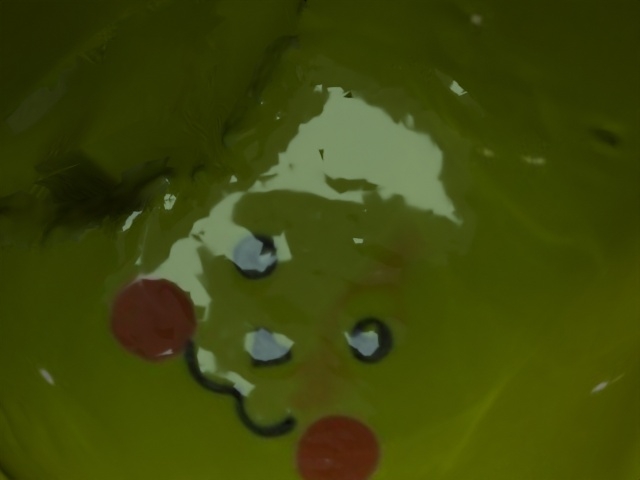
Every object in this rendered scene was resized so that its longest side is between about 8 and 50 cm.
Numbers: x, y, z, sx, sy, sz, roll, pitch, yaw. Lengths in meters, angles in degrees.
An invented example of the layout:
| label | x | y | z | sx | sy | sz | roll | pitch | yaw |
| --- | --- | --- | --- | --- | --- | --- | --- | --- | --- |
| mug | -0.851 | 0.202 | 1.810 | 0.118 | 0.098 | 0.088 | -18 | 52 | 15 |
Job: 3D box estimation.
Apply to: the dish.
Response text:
| label | x | y | z | sx | sy | sz | roll | pitch | yaw |
| --- | --- | --- | --- | --- | --- | --- | --- | --- | --- |
| dish | 0.000 | 0.000 | 0.522 | 0.221 | 0.108 | 0.262 | 36 | 62 | 5 |
